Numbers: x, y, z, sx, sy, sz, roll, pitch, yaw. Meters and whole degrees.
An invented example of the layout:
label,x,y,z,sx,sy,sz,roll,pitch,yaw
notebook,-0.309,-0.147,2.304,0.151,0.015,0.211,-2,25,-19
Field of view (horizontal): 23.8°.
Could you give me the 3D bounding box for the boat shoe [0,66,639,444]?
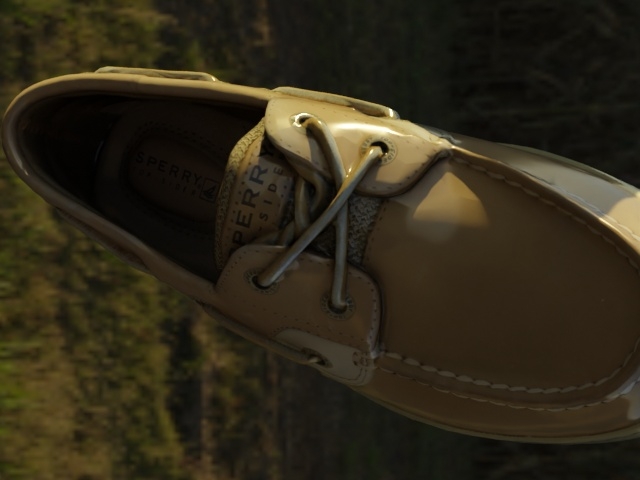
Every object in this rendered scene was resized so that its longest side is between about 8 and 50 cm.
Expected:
label,x,y,z,sx,sy,sz,roll,pitch,yaw
boat shoe,0.000,0.000,0.633,0.110,0.341,0.121,18,87,-52
